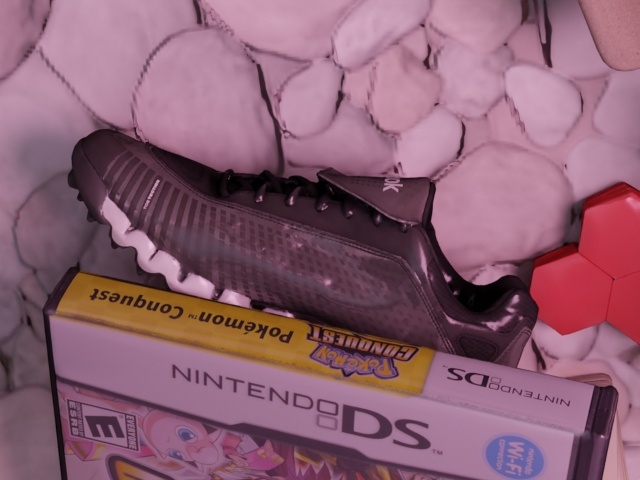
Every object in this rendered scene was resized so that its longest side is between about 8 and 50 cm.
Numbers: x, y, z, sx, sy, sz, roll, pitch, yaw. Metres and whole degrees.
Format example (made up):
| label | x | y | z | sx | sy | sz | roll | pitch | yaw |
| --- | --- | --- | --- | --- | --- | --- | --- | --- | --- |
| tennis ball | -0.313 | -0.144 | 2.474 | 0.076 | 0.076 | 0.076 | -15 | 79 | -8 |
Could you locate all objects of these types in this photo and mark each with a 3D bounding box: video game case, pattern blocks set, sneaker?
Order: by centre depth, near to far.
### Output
| label | x | y | z | sx | sy | sz | roll | pitch | yaw |
| --- | --- | --- | --- | --- | --- | --- | --- | --- | --- |
| sneaker | 0.000 | 0.000 | 0.727 | 0.234 | 0.078 | 0.106 | 33 | 105 | -5 |
| video game case | -0.002 | 0.150 | 0.754 | 0.248 | 0.035 | 0.275 | 12 | 130 | 12 |
| pattern blocks set | 0.092 | 0.151 | 0.814 | 0.285 | 0.026 | 0.325 | -17 | 108 | 12 |

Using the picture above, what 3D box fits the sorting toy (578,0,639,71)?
| label | x | y | z | sx | sy | sz | roll | pitch | yaw |
| --- | --- | --- | --- | --- | --- | --- | --- | --- | --- |
| sorting toy | 0.175 | -0.166 | 0.599 | 0.196 | 0.047 | 0.348 | -11 | 122 | 29 |
